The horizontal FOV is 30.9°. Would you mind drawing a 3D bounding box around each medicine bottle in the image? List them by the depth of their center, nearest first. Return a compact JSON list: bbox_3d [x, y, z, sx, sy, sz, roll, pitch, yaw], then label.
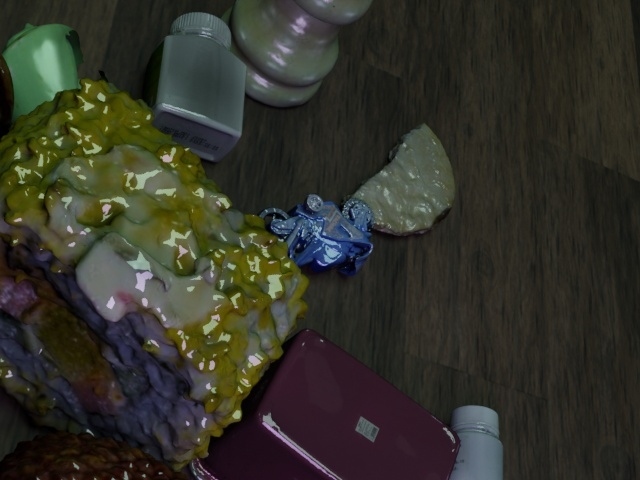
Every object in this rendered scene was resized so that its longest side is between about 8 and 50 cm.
[{"bbox_3d":[0.202,0.291,1.532,0.080,0.080,0.130,22,52,-20],"label":"medicine bottle"},{"bbox_3d":[-0.173,-0.218,1.602,0.132,0.088,0.188,18,54,-23],"label":"medicine bottle"}]

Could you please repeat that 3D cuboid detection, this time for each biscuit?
[{"bbox_3d":[0.137,-0.076,1.750,0.133,0.032,0.250,44,48,-1],"label":"biscuit"}]

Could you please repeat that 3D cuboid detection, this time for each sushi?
[{"bbox_3d":[-0.218,0.044,1.235,0.396,0.351,0.240,43,49,-4],"label":"sushi"}]

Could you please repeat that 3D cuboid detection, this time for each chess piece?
[{"bbox_3d":[-0.004,-0.351,1.633,0.182,0.330,0.182,17,53,-24],"label":"chess piece"}]

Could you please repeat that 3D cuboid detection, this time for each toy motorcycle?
[{"bbox_3d":[0.000,0.000,1.594,0.205,0.076,0.114,-8,74,-35],"label":"toy motorcycle"}]

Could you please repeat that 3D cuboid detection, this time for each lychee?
[{"bbox_3d":[-0.232,0.304,1.139,0.271,0.236,0.236,-5,57,9],"label":"lychee"}]

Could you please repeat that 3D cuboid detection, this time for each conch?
[{"bbox_3d":[-0.318,-0.155,1.455,0.137,0.143,0.250,-33,97,-2],"label":"conch"}]

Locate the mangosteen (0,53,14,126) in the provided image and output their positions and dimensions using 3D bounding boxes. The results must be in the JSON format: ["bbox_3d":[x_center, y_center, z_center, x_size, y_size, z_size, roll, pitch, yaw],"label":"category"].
[{"bbox_3d":[-0.502,-0.194,1.265,0.311,0.311,0.311,16,55,-24],"label":"mangosteen"}]

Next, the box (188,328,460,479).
[{"bbox_3d":[0.014,0.251,1.381,0.294,0.167,0.193,36,47,-9],"label":"box"}]
